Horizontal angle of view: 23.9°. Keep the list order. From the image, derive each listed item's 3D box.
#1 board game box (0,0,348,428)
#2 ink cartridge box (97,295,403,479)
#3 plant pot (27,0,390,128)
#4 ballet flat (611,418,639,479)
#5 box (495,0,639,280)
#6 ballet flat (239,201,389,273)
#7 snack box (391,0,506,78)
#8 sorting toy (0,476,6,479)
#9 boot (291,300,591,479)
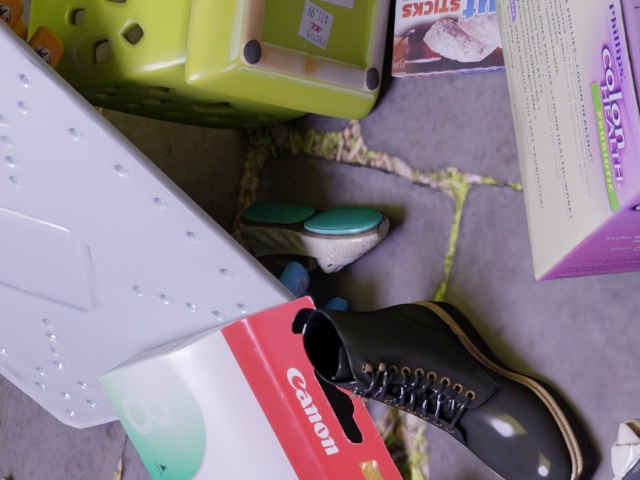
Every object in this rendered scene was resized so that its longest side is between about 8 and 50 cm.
[{"bbox_3d":[-0.226,-0.003,1.245,0.390,0.390,0.050,-19,36,45],"label":"board game box"},{"bbox_3d":[-0.057,0.155,1.193,0.224,0.056,0.181,-20,100,46],"label":"ink cartridge box"},{"bbox_3d":[-0.070,-0.205,1.174,0.207,0.228,0.227,8,91,42],"label":"plant pot"},{"bbox_3d":[0.226,0.118,0.928,0.074,0.074,0.203,49,115,38],"label":"ballet flat"},{"bbox_3d":[0.190,-0.108,0.866,0.243,0.117,0.214,109,156,-76],"label":"box"},{"bbox_3d":[0.000,0.000,1.210,0.168,0.057,0.052,9,121,51],"label":"ballet flat"},{"bbox_3d":[0.122,-0.155,1.100,0.178,0.022,0.064,2,87,48],"label":"snack box"},{"bbox_3d":[-0.333,0.268,1.569,0.062,0.012,0.083,-39,63,44],"label":"sorting toy"},{"bbox_3d":[0.077,0.113,1.040,0.198,0.137,0.077,40,115,41],"label":"boot"}]
